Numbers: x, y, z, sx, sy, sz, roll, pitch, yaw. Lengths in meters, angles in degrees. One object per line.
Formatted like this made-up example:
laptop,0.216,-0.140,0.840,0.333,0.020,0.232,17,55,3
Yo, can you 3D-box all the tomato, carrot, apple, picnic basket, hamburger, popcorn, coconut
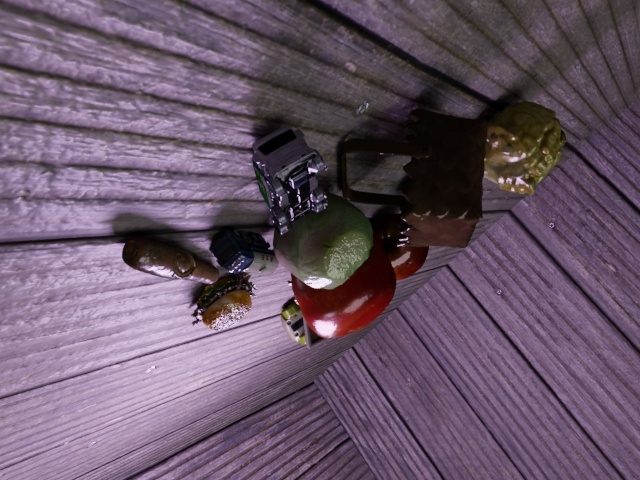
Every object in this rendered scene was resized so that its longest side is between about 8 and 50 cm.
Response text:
tomato,0.061,0.106,1.394,0.289,0.293,0.325,-27,153,8
carrot,-0.278,0.052,1.004,0.070,0.070,0.342,-38,162,4
apple,0.238,0.020,1.596,0.233,0.234,0.234,-32,160,-13
picnic basket,0.206,-0.135,1.122,0.320,0.292,0.254,8,162,6
hamburger,-0.241,0.163,1.275,0.189,0.093,0.164,-26,158,-33
popcorn,0.579,-0.267,1.466,0.237,0.293,0.293,-45,170,-39
coconut,0.000,0.000,1.150,0.204,0.236,0.236,-3,146,-28

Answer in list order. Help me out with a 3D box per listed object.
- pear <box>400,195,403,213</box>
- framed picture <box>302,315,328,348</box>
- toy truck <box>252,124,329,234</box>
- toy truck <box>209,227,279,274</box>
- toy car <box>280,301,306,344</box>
pear,0.317,-0.130,1.490,0.216,0.166,0.180,-24,-175,37
framed picture,0.059,0.206,1.735,0.022,0.248,0.334,3,-166,44
toy truck,-0.061,-0.104,0.925,0.114,0.124,0.253,-33,159,-12
toy truck,-0.164,0.035,1.120,0.074,0.088,0.201,-39,160,12
toy car,-0.042,0.273,1.850,0.235,0.145,0.235,-33,-179,0
